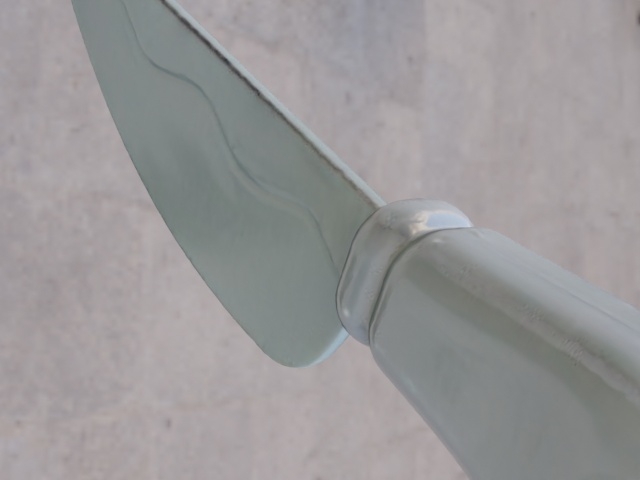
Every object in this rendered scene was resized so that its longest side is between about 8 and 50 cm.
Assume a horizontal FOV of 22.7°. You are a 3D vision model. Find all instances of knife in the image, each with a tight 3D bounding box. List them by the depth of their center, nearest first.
[{"bbox_3d":[0.000,0.002,0.429,0.044,0.331,0.080,-7,122,-34],"label":"knife"}]
